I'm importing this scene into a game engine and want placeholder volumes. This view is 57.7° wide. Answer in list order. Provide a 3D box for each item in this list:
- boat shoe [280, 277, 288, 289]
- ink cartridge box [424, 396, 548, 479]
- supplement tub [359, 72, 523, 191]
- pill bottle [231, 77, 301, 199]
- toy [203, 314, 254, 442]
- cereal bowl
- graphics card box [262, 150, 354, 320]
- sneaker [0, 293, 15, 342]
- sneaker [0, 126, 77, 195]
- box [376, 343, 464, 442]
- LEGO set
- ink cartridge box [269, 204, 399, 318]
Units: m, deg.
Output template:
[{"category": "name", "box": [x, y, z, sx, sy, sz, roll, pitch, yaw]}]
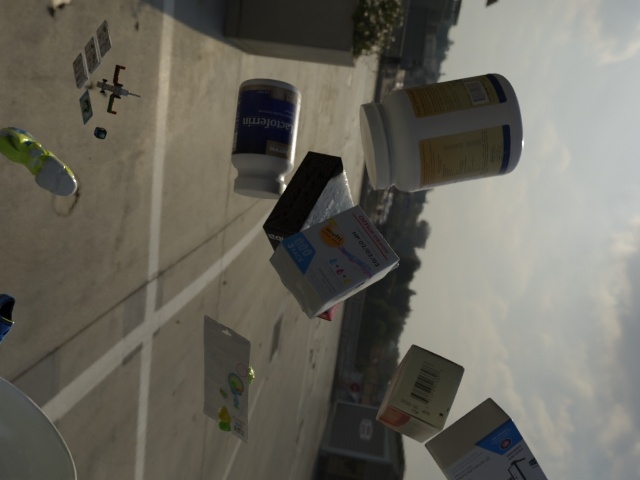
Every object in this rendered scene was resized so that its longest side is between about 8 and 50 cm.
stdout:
[{"category": "boat shoe", "box": [-0.046, 0.128, 1.825, 0.254, 0.095, 0.079, 50, 39, -37]}, {"category": "ink cartridge box", "box": [0.302, 0.406, 1.023, 0.203, 0.148, 0.086, 56, -4, -18]}, {"category": "supplement tub", "box": [0.257, -0.232, 1.284, 0.228, 0.316, 0.228, 170, -90, -89]}, {"category": "pill bottle", "box": [-0.133, -0.238, 1.392, 0.153, 0.153, 0.264, 41, 55, -84]}, {"category": "toy", "box": [-0.176, 0.273, 1.169, 0.056, 0.137, 0.237, -16, 119, -48]}, {"category": "cereal bowl", "box": [-0.605, 0.387, 1.024, 0.141, 0.339, 0.339, -43, 169, -6]}, {"category": "graphics card box", "box": [0.000, 0.000, 1.375, 0.233, 0.094, 0.371, -61, 153, -27]}, {"category": "sneaker", "box": [-0.793, 0.227, 1.396, 0.069, 0.082, 0.209, 51, 43, -58]}, {"category": "sneaker", "box": [-0.764, -0.227, 1.582, 0.240, 0.091, 0.126, 49, 5, -34]}, {"category": "box", "box": [0.219, 0.350, 1.311, 0.232, 0.127, 0.148, 94, 22, -65]}, {"category": "LEGO set", "box": [-0.513, -0.368, 1.382, 0.060, 0.182, 0.244, 3, 64, -48]}, {"category": "ink cartridge box", "box": [0.034, 0.020, 0.822, 0.181, 0.104, 0.061, -27, 164, -33]}]
